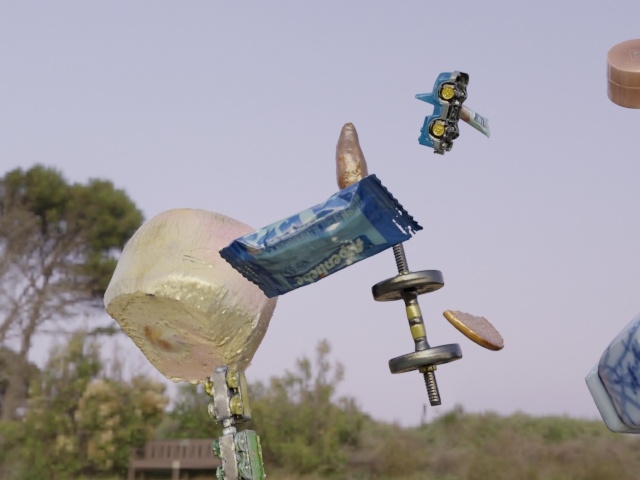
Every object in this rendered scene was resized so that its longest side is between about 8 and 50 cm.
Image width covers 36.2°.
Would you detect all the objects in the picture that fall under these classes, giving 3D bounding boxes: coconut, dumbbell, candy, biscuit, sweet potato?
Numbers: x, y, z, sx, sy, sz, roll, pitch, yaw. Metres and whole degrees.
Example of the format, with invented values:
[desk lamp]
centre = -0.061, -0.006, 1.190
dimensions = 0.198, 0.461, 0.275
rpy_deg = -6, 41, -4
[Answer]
[coconut]
centre = -0.279, 0.100, 2.260
dimensions = 0.404, 0.405, 0.404
rpy_deg = 0, -20, 0
[dumbbell]
centre = 0.184, 0.157, 1.882
dimensions = 0.143, 0.325, 0.143
rpy_deg = -12, -12, -3
[candy]
centre = 0.000, 0.000, 1.755
dimensions = 0.331, 0.077, 0.187
rpy_deg = -24, -44, 20
[biscuit]
centre = 0.398, 0.230, 2.473
dimensions = 0.033, 0.144, 0.224
rpy_deg = -53, -29, 15
[sweet potato]
centre = 0.086, -0.142, 2.384
dimensions = 0.097, 0.292, 0.097
rpy_deg = -9, 6, 1

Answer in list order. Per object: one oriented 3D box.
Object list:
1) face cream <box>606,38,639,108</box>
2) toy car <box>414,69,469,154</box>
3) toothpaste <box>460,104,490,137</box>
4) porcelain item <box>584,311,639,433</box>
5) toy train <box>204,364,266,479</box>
[face cream]
centre = 0.744, -0.389, 2.288
dimensions = 0.149, 0.149, 0.104
rpy_deg = -5, -50, 12
[toy car]
centre = 0.265, -0.291, 2.199
dimensions = 0.100, 0.191, 0.097
rpy_deg = 19, 12, 24
[toothpaste]
centre = 0.394, -0.332, 2.613
dimensions = 0.036, 0.056, 0.205
rpy_deg = -12, -24, 40
[porcelain item]
centre = 0.679, 0.243, 1.902
dimensions = 0.178, 0.242, 0.405
rpy_deg = -14, -22, -23
[toy train]
centre = -0.139, 0.303, 1.586
dimensions = 0.060, 0.202, 0.081
rpy_deg = -17, -20, 18
